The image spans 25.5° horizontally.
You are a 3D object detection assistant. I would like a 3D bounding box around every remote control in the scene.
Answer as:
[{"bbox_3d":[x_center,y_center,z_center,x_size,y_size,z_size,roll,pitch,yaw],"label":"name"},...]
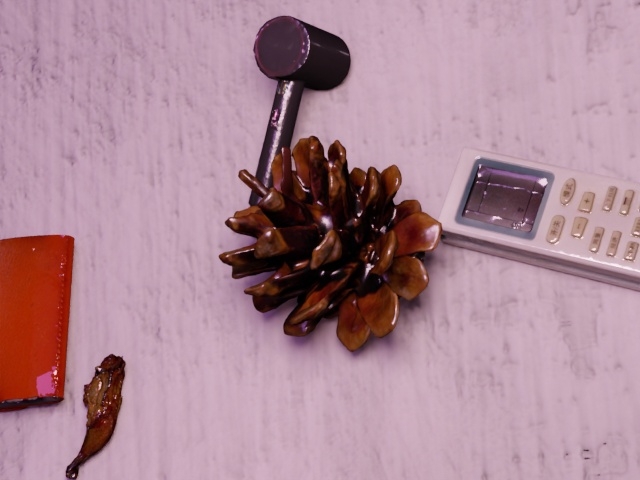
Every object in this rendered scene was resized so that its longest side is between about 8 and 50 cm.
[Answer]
[{"bbox_3d":[0.266,-0.021,1.483,0.277,0.055,0.103,14,74,22],"label":"remote control"}]

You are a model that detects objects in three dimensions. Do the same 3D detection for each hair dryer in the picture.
[{"bbox_3d":[-0.035,-0.125,1.620,0.070,0.114,0.248,13,93,29],"label":"hair dryer"}]

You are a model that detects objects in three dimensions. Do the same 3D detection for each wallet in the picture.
[{"bbox_3d":[-0.355,0.097,1.650,0.142,0.045,0.204,-8,66,18],"label":"wallet"}]

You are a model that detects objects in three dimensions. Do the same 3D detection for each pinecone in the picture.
[{"bbox_3d":[-0.002,-0.001,1.491,0.229,0.201,0.202,-2,52,44],"label":"pinecone"}]

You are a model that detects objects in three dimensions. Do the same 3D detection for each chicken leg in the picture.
[{"bbox_3d":[-0.251,0.196,1.582,0.062,0.037,0.145,-5,65,40],"label":"chicken leg"}]
